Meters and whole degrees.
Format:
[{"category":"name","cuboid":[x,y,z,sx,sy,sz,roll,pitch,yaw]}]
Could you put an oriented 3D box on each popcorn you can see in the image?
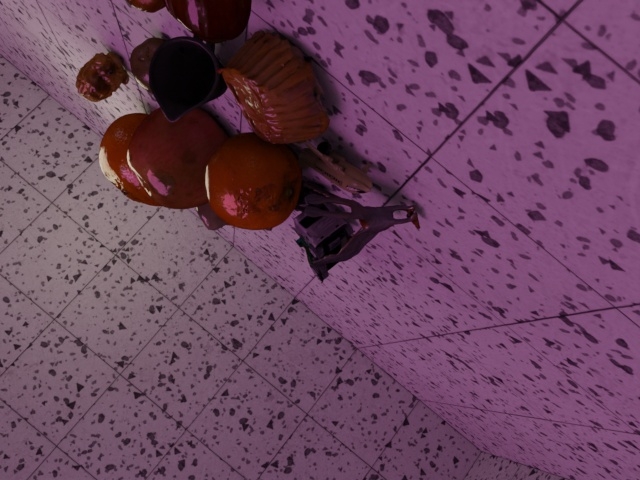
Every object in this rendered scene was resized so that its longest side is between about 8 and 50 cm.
[{"category":"popcorn","cuboid":[-0.795,-0.603,2.127,0.140,0.194,0.163,46,-155,-4]}]

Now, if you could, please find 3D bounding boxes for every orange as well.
[{"category":"orange","cuboid":[-0.167,-0.146,1.447,0.246,0.246,0.246,36,164,12]},{"category":"orange","cuboid":[-0.722,-0.323,2.436,0.424,0.326,0.424,38,166,11]}]

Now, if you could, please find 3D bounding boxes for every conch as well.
[{"category":"conch","cuboid":[-0.350,-0.587,1.301,0.330,0.093,0.109,-6,117,42]}]

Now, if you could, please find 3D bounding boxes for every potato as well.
[{"category":"potato","cuboid":[-0.475,-0.504,1.731,0.157,0.157,0.194,38,178,8]}]

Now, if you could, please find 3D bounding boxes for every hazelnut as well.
[{"category":"hazelnut","cuboid":[-0.220,-0.485,1.089,0.212,0.181,0.181,41,-172,36]}]

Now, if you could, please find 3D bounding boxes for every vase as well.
[{"category":"vase","cuboid":[-0.295,-0.411,1.423,0.156,0.250,0.301,17,-168,-2]}]

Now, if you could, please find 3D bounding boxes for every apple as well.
[{"category":"apple","cuboid":[-0.470,-0.274,1.984,0.364,0.364,0.364,36,164,12]}]

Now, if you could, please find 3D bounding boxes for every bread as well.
[{"category":"bread","cuboid":[-0.101,-0.326,1.317,0.274,0.149,0.274,43,165,14]}]

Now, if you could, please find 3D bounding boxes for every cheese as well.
[{"category":"cheese","cuboid":[-0.390,-0.132,2.303,0.328,0.130,0.351,-102,-15,-47]}]

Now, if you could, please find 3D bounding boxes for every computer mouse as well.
[{"category":"computer mouse","cuboid":[-0.048,-0.132,1.805,0.192,0.106,0.062,29,150,48]}]

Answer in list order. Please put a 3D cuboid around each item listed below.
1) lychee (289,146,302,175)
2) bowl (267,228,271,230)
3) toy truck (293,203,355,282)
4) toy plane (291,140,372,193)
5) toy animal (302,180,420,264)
[{"category":"lychee","cuboid":[-0.172,-0.197,1.704,0.255,0.299,0.255,3,152,1]},{"category":"bowl","cuboid":[-0.232,-0.144,2.198,0.211,0.112,0.211,36,163,13]},{"category":"toy truck","cuboid":[0.005,0.005,1.971,0.178,0.177,0.363,48,169,16]},{"category":"toy plane","cuboid":[0.034,-0.186,1.474,0.244,0.092,0.229,24,172,29]},{"category":"toy animal","cuboid":[0.103,-0.072,1.433,0.302,0.224,0.284,-3,171,-5]}]
